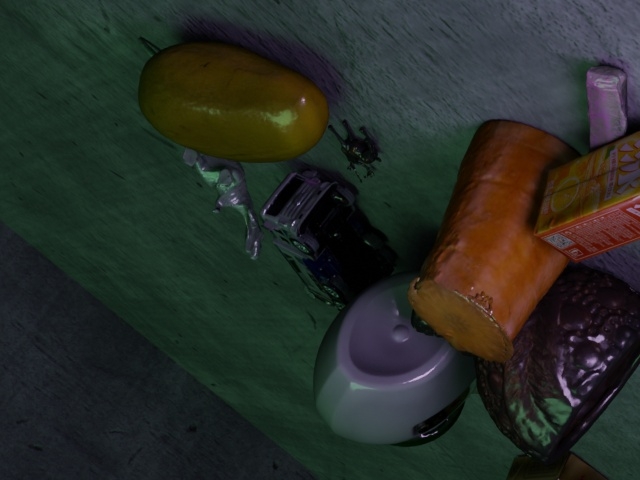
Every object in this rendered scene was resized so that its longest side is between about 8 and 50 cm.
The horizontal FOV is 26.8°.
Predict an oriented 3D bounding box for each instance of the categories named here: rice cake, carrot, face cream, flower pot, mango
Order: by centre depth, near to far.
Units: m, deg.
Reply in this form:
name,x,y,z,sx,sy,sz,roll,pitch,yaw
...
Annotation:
name,x,y,z,sx,sy,sz,roll,pitch,yaw
rice cake,0.313,-0.125,1.471,0.047,0.036,0.207,9,152,15
carrot,0.213,0.006,1.629,0.196,0.254,0.196,28,156,14
flower pot,0.280,0.122,1.812,0.267,0.266,0.266,38,163,19
mango,-0.119,-0.186,1.882,0.331,0.142,0.195,18,160,32
face cream,0.129,0.187,2.103,0.219,0.312,0.357,49,171,18

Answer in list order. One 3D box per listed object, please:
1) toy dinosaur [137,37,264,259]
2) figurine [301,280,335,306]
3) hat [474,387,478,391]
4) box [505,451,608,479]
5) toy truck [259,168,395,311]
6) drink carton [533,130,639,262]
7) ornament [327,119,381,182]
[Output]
name,x,y,z,sx,sy,sz,roll,pitch,yaw
toy dinosaur,-0.171,-0.137,2.031,0.129,0.076,0.383,-106,-6,-78
figurine,0.008,0.074,2.367,0.082,0.094,0.086,-13,141,10
hat,0.206,0.264,2.442,0.214,0.149,0.244,41,170,-20
box,0.476,0.486,2.609,0.159,0.071,0.240,35,160,-8
toy truck,0.000,0.000,2.155,0.155,0.124,0.268,26,161,38
drink carton,0.332,-0.055,1.443,0.071,0.096,0.223,30,151,-22
ornament,0.057,-0.121,1.917,0.073,0.028,0.125,24,156,29
